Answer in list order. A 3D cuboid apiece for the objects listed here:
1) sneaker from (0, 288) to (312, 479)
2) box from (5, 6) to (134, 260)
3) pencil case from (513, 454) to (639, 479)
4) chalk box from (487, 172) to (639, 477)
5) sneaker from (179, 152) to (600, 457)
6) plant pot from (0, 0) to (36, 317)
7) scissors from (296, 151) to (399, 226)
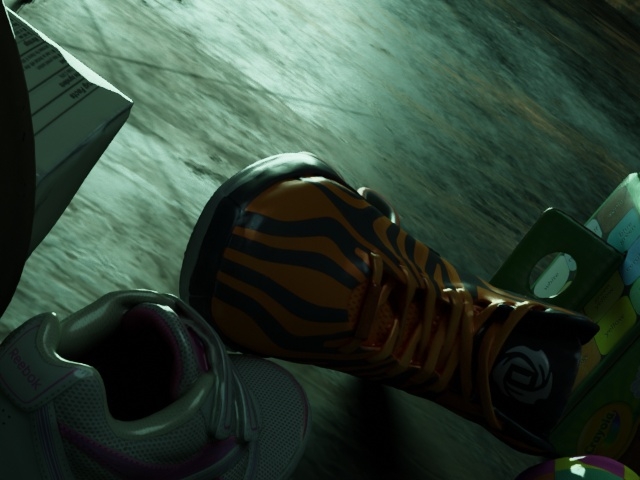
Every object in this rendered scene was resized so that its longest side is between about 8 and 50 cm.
[{"bbox_3d":[-0.075,0.084,0.708,0.103,0.111,0.252,48,25,22],"label":"sneaker"},{"bbox_3d":[-0.239,-0.075,0.746,0.232,0.127,0.148,37,23,-3],"label":"box"},{"bbox_3d":[0.140,0.212,0.810,0.104,0.104,0.236,37,21,-3],"label":"pencil case"},{"bbox_3d":[0.269,0.084,1.128,0.289,0.180,0.179,29,24,-17],"label":"chalk box"},{"bbox_3d":[0.063,0.043,0.862,0.180,0.125,0.321,23,3,31],"label":"sneaker"},{"bbox_3d":[-0.272,-0.036,0.517,0.263,0.263,0.229,45,40,16],"label":"plant pot"},{"bbox_3d":[0.000,0.000,1.089,0.109,0.021,0.297,38,21,-4],"label":"scissors"}]
